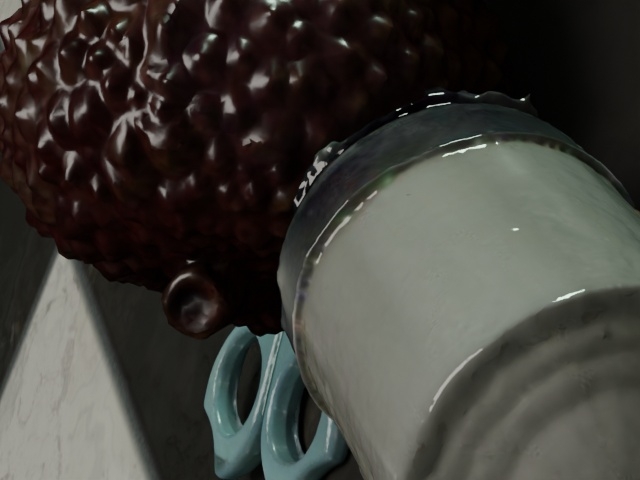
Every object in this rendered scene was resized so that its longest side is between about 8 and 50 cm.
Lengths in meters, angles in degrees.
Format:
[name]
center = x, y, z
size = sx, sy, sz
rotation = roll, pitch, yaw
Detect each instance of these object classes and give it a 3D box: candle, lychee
[candle]
center = 0.105, 0.073, 0.841
size = 0.187, 0.187, 0.330
rotation = -66, 27, 20
[lychee]
center = -0.034, -0.089, 1.086
size = 0.306, 0.306, 0.330
rotation = -31, 43, 57

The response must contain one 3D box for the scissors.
[scissors]
center = 0.001, 0.000, 1.288
size = 0.191, 0.029, 0.360
rotation = 10, 84, 62
